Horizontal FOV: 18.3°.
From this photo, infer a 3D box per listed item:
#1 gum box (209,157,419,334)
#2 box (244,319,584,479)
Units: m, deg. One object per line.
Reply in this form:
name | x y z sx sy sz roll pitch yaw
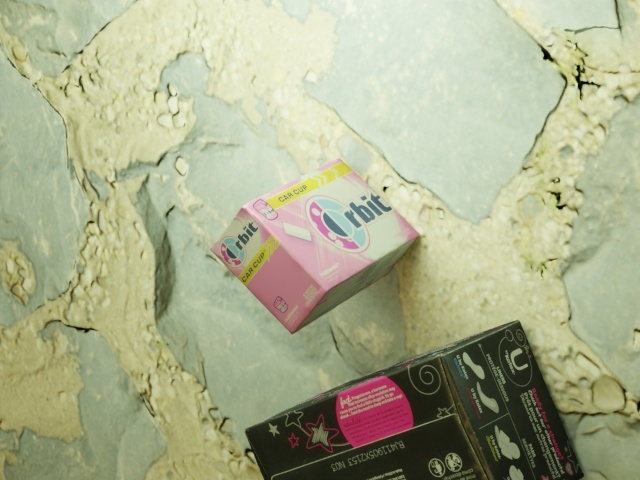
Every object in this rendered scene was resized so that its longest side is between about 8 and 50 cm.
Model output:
gum box | 0.000 0.000 1.800 0.107 0.188 0.062 45 123 10
box | 0.085 0.194 1.808 0.247 0.142 0.163 -24 87 39
